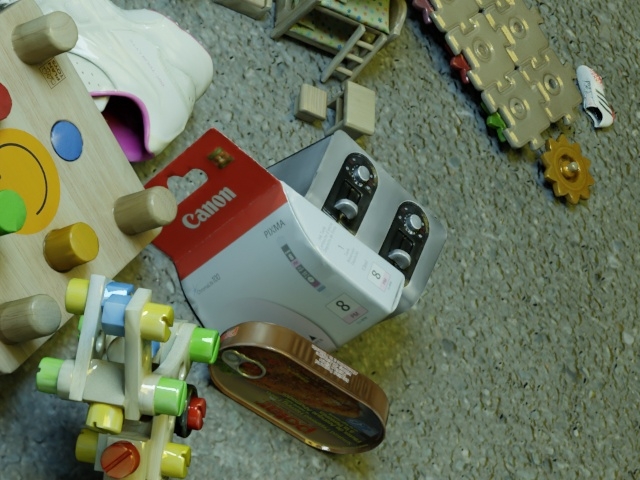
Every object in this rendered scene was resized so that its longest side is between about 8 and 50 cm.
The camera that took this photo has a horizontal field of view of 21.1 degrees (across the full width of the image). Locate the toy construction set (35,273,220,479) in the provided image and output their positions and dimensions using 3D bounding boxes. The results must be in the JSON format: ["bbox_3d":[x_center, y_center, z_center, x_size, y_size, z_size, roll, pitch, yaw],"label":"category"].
[{"bbox_3d":[-0.175,0.187,1.417,0.151,0.215,0.328,22,96,7],"label":"toy construction set"}]

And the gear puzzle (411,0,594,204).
[{"bbox_3d":[0.227,-0.192,2.039,0.175,0.044,0.339,-35,95,-44],"label":"gear puzzle"}]

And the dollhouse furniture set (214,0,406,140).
[{"bbox_3d":[-0.011,-0.212,1.822,0.182,0.101,0.161,19,58,-29],"label":"dollhouse furniture set"}]

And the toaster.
[{"bbox_3d":[0.000,0.000,1.685,0.168,0.185,0.110,43,47,-23],"label":"toaster"}]

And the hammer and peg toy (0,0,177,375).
[{"bbox_3d":[-0.288,-0.100,1.478,0.266,0.127,0.361,-46,114,-46],"label":"hammer and peg toy"}]

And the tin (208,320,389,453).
[{"bbox_3d":[-0.019,0.141,1.643,0.189,0.106,0.040,34,44,-21],"label":"tin"}]

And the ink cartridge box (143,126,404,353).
[{"bbox_3d":[-0.067,0.022,1.609,0.232,0.189,0.066,35,47,-19],"label":"ink cartridge box"}]

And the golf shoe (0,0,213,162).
[{"bbox_3d":[-0.247,-0.189,1.631,0.306,0.115,0.140,30,60,-18],"label":"golf shoe"}]

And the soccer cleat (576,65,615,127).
[{"bbox_3d":[0.335,-0.177,2.117,0.035,0.029,0.083,-21,87,-46],"label":"soccer cleat"}]
